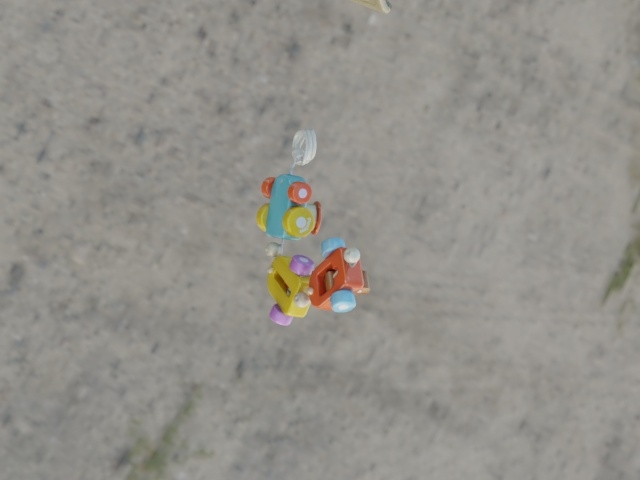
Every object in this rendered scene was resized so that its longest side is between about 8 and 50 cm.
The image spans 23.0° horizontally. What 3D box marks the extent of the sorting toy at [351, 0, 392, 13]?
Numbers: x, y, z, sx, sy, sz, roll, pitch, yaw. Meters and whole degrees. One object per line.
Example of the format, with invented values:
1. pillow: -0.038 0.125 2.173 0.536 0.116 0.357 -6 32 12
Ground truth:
1. sorting toy: -0.063 -0.385 1.890 0.041 0.307 0.229 -59 153 -13

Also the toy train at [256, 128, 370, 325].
1. toy train: 0.000 0.000 1.246 0.046 0.166 0.125 10 141 -30
